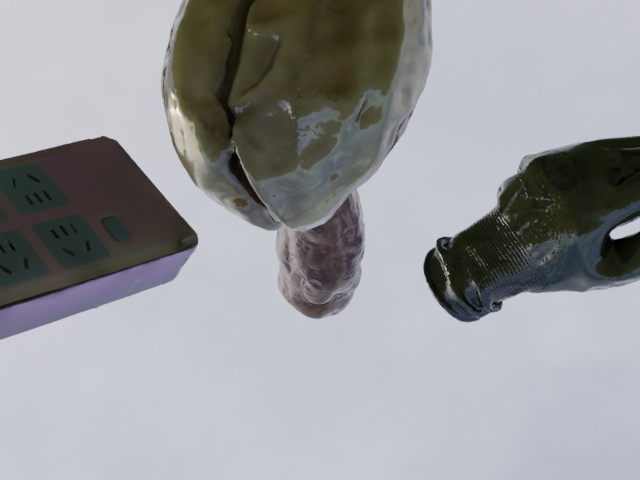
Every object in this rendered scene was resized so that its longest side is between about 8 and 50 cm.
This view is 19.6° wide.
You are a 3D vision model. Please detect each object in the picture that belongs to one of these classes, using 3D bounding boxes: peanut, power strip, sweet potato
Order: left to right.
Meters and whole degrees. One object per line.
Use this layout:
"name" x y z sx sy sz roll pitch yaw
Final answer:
"power strip" -0.200 0.006 1.102 0.279 0.037 0.109 -18 -122 -43
"peanut" -0.006 -0.144 0.877 0.130 0.130 0.290 2 -106 7
"sweet potato" 0.000 0.000 1.857 0.097 0.252 0.097 1 -117 -2

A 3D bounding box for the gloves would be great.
"gloves" 0.205 -0.019 1.469 0.268 0.107 0.135 -28 -113 17
